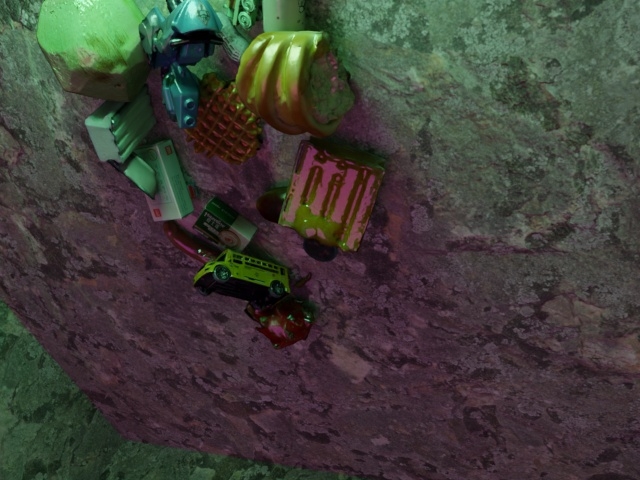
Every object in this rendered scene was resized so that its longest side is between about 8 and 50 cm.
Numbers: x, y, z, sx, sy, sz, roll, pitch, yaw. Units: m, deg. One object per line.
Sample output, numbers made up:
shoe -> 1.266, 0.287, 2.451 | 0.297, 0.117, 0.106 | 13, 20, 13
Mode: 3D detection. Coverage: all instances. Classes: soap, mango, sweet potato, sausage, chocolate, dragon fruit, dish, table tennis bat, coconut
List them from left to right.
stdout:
coconut -> -0.603, -0.537, 1.598 | 0.328, 0.281, 0.328 | -6, 115, -12
soap -> -0.603, -0.366, 1.765 | 0.094, 0.261, 0.150 | 6, 131, 9
dish -> -0.599, -0.230, 1.857 | 0.246, 0.078, 0.224 | 33, 170, 36
sausage -> -0.473, 0.031, 2.187 | 0.304, 0.078, 0.078 | 34, 136, -6
chocolate -> -0.241, -0.539, 1.558 | 0.072, 0.072, 0.167 | -24, 117, 39
dragon fruit -> -0.153, 0.287, 2.208 | 0.269, 0.198, 0.200 | 44, 104, 13
mango -> -0.080, -0.106, 1.845 | 0.267, 0.111, 0.133 | 8, 112, 10
sweet potato -> -0.062, 0.152, 2.131 | 0.026, 0.026, 0.115 | 41, 132, -12
table tennis bat -> 0.000, 0.000, 1.958 | 0.124, 0.033, 0.201 | 15, 139, 11
soap -> 0.033, -0.134, 1.687 | 0.259, 0.143, 0.281 | 20, 118, 1

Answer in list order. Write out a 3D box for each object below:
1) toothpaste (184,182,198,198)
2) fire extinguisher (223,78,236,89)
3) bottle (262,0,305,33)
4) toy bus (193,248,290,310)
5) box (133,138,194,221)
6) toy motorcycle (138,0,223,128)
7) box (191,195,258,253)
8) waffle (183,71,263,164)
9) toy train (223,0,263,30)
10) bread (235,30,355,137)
toothpaste -> -0.527, -0.180, 2.041 | 0.193, 0.044, 0.070 | -2, 113, 27
fire extinguisher -> -0.257, -0.455, 1.679 | 0.083, 0.022, 0.028 | -4, 165, 28
bottle -> -0.088, -0.615, 1.387 | 0.110, 0.110, 0.233 | 15, 133, 13
toy bus -> -0.279, 0.133, 2.049 | 0.331, 0.151, 0.145 | 19, 142, -31
box -> -0.534, -0.202, 1.957 | 0.135, 0.079, 0.269 | -5, 111, 29
toy motorcycle -> -0.356, -0.482, 1.500 | 0.232, 0.172, 0.416 | 47, 136, 38
box -> -0.338, -0.044, 2.050 | 0.199, 0.081, 0.135 | 34, 135, -9
waffle -> -0.315, -0.362, 1.744 | 0.329, 0.062, 0.329 | 18, 142, 15
toy train -> -0.196, -0.626, 1.464 | 0.118, 0.074, 0.176 | 34, 141, 8
bread -> -0.073, -0.377, 1.465 | 0.270, 0.211, 0.315 | 4, 164, 18
